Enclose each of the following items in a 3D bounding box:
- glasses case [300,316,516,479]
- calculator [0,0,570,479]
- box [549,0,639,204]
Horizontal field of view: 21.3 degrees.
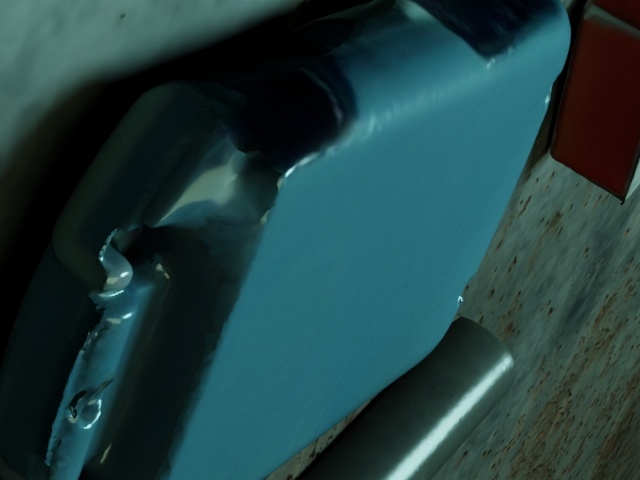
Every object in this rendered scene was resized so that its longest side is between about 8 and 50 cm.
[{"bbox_3d":[0.027,0.115,0.824,0.190,0.042,0.072,-42,163,-40],"label":"glasses case"},{"bbox_3d":[0.000,0.000,0.556,0.293,0.051,0.173,-29,144,-56],"label":"calculator"},{"bbox_3d":[0.199,-0.136,0.845,0.229,0.050,0.123,-49,161,-27],"label":"box"}]
